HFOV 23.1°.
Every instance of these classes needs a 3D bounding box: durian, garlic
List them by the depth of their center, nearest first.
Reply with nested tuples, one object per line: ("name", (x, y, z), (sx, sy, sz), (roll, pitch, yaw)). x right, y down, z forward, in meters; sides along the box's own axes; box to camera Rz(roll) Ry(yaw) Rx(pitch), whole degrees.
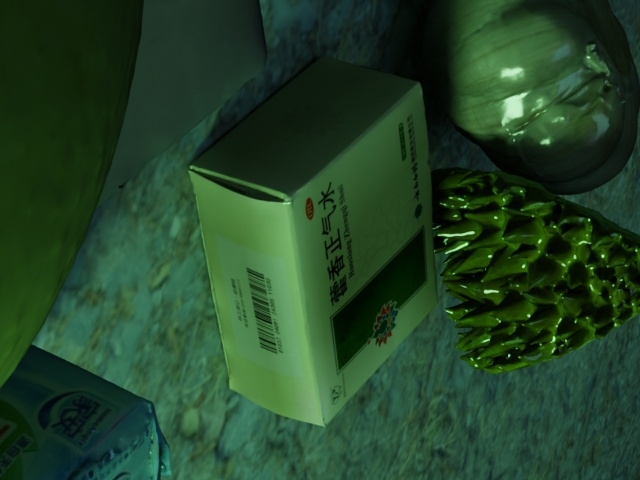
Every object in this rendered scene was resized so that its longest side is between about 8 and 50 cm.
("garlic", (0.168, -0.140, 1.265), (0.228, 0.152, 0.228), (49, 30, -41))
("durian", (0.182, -0.003, 1.272), (0.394, 0.198, 0.163), (-116, -174, -86))

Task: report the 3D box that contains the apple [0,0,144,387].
("apple", (-0.238, -0.063, 0.479), (0.357, 0.357, 0.357), (-35, 134, -46))

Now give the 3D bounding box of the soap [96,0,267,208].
("soap", (-0.156, -0.153, 0.791), (0.285, 0.107, 0.296), (-44, 140, -39))

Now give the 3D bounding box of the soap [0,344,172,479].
("soap", (-0.212, 0.148, 0.819), (0.293, 0.156, 0.077), (-40, 140, -43))

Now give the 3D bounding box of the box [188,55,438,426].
("box", (0.000, 0.000, 1.146), (0.168, 0.095, 0.212), (-42, 139, -36))
